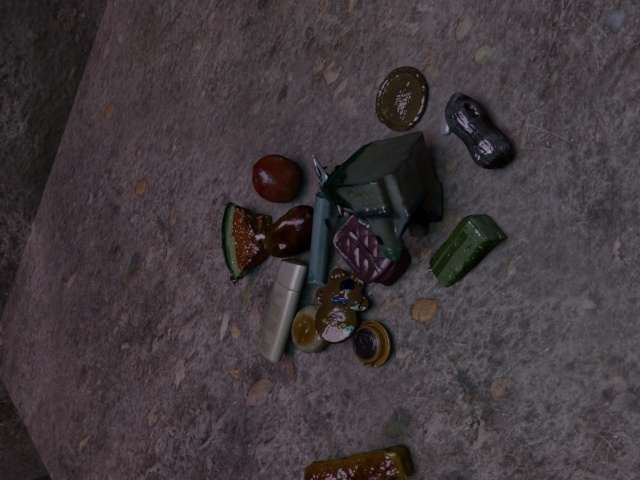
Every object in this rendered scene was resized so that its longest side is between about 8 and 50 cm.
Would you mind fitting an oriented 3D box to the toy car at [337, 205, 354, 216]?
[{"bbox_3d":[0.116,-0.124,1.809,0.139,0.112,0.112,2,95,8],"label":"toy car"}]

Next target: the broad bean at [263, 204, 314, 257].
[{"bbox_3d":[-0.093,-0.022,1.975,0.228,0.156,0.122,-43,57,23],"label":"broad bean"}]

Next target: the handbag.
[{"bbox_3d":[0.151,0.027,1.782,0.146,0.135,0.225,-49,58,22],"label":"handbag"}]

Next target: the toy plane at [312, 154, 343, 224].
[{"bbox_3d":[0.034,-0.168,1.926,0.160,0.082,0.234,-18,87,47],"label":"toy plane"}]

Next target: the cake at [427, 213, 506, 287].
[{"bbox_3d":[0.398,0.029,1.642,0.100,0.099,0.235,57,142,26],"label":"cake"}]

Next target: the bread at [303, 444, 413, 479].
[{"bbox_3d":[0.113,0.730,1.784,0.380,0.109,0.185,-26,70,34],"label":"bread"}]

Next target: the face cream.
[{"bbox_3d":[-0.131,0.221,2.021,0.173,0.081,0.349,36,112,64],"label":"face cream"}]

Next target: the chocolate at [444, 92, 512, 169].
[{"bbox_3d":[0.418,-0.290,1.601,0.110,0.110,0.248,-41,63,30],"label":"chocolate"}]

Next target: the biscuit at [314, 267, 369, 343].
[{"bbox_3d":[0.062,0.203,1.851,0.179,0.039,0.236,8,75,24],"label":"biscuit"}]

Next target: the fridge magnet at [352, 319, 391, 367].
[{"bbox_3d":[0.150,0.312,1.808,0.143,0.063,0.143,-2,87,43],"label":"fridge magnet"}]

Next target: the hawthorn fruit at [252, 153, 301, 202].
[{"bbox_3d":[-0.151,-0.210,2.028,0.173,0.173,0.173,-3,85,40],"label":"hawthorn fruit"}]

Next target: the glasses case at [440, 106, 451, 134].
[{"bbox_3d":[0.362,-0.342,1.701,0.032,0.021,0.083,17,97,42],"label":"glasses case"}]

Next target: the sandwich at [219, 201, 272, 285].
[{"bbox_3d":[-0.261,-0.009,2.152,0.212,0.109,0.292,-31,70,27],"label":"sandwich"}]

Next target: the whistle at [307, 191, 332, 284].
[{"bbox_3d":[0.000,0.000,1.905,0.062,0.062,0.312,25,119,38],"label":"whistle"}]

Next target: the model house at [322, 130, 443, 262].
[{"bbox_3d":[0.196,-0.109,1.655,0.243,0.298,0.284,-9,118,41],"label":"model house"}]

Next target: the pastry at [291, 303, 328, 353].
[{"bbox_3d":[-0.027,0.285,1.944,0.165,0.088,0.166,-6,80,38],"label":"pastry"}]

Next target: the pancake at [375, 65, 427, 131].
[{"bbox_3d":[0.242,-0.428,1.809,0.199,0.021,0.199,-3,85,41],"label":"pancake"}]
